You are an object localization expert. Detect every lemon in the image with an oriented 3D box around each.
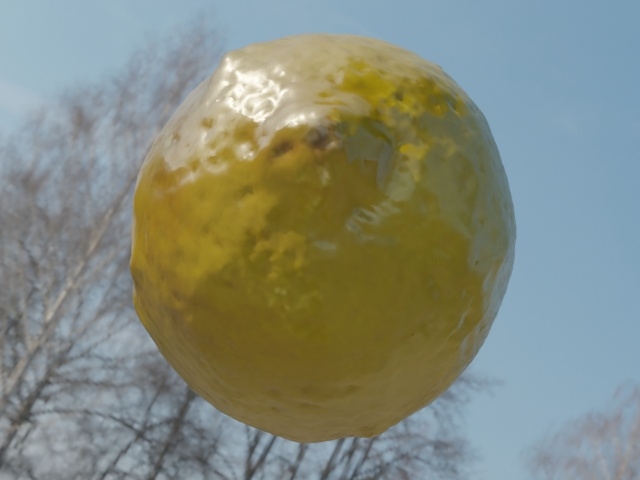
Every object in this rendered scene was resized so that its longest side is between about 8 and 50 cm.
[{"bbox_3d":[0.000,0.000,0.647,0.233,0.234,0.288,24,-23,7],"label":"lemon"}]
